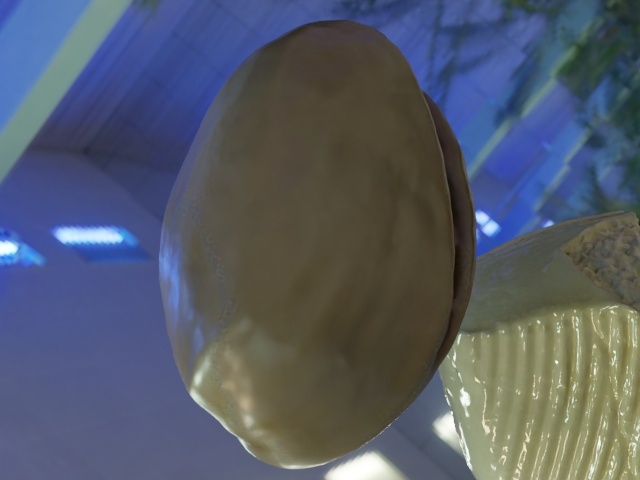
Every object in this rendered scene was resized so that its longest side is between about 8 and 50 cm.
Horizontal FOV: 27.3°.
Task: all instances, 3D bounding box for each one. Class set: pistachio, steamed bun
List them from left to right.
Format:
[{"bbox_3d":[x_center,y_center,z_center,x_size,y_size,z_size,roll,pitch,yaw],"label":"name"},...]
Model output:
[{"bbox_3d":[0.000,0.000,0.839,0.197,0.288,0.166,9,167,21],"label":"pistachio"},{"bbox_3d":[0.267,0.120,1.393,0.273,0.290,0.272,-1,-159,15],"label":"steamed bun"}]
